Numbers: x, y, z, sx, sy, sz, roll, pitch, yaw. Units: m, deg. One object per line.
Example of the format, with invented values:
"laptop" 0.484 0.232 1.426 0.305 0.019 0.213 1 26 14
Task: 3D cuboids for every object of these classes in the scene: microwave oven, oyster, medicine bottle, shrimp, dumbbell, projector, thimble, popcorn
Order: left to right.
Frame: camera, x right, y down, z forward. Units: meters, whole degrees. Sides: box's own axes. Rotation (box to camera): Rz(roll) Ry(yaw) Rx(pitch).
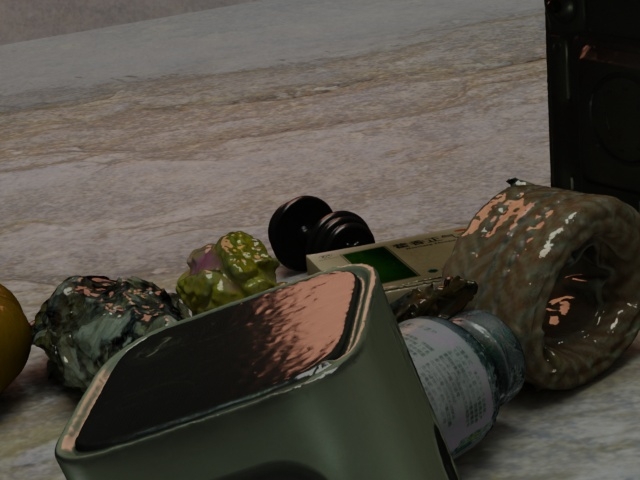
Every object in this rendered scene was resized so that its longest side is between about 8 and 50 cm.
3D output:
"oyster" -0.212 0.108 1.891 0.162 0.158 0.351 -50 20 -14
"popcorn" -0.103 0.056 2.021 0.125 0.126 0.145 -29 23 -34
"projector" -0.031 0.194 1.341 0.248 0.249 0.248 -20 16 13
"dumbbell" 0.000 0.000 2.176 0.099 0.099 0.208 -17 23 -30
"shrimp" 0.056 0.109 1.781 0.251 0.052 0.143 -40 -5 27
"medicine bottle" 0.072 0.160 1.645 0.141 0.141 0.293 12 27 41
"thimble" 0.240 0.049 1.844 0.148 0.196 0.229 12 56 47
"microwave oven" 0.437 -0.150 2.033 0.247 0.394 0.333 -20 24 -36

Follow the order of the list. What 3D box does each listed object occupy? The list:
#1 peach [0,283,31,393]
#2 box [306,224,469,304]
"peach" -0.441 0.118 1.905 0.251 0.153 0.251 -8 26 4
"box" 0.108 0.061 1.987 0.212 0.095 0.168 -11 18 -15
